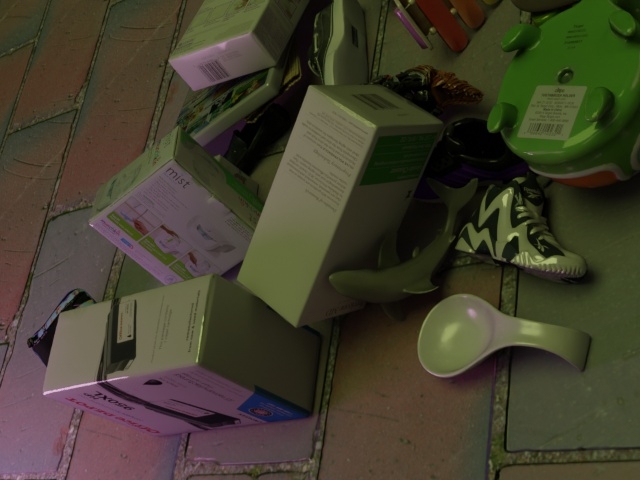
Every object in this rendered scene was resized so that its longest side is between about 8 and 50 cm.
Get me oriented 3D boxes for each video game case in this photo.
[{"bbox_3d":[-0.188,-0.324,2.185,0.329,0.036,0.300,-30,31,32],"label":"video game case"}]

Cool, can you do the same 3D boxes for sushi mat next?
[{"bbox_3d":[-0.102,-0.362,2.165,0.151,0.019,0.316,-40,27,19],"label":"sushi mat"}]

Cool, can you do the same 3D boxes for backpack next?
[{"bbox_3d":[-0.516,0.198,2.188,0.158,0.117,0.173,32,89,48],"label":"backpack"}]

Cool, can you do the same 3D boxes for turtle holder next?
[{"bbox_3d":[0.397,-0.226,1.532,0.243,0.227,0.320,-23,50,32],"label":"turtle holder"}]

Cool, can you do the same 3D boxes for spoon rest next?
[{"bbox_3d":[0.257,0.144,1.537,0.276,0.084,0.137,-1,64,41],"label":"spoon rest"}]

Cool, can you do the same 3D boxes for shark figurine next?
[{"bbox_3d":[0.168,0.035,1.650,0.278,0.166,0.116,-41,26,-11],"label":"shark figurine"}]

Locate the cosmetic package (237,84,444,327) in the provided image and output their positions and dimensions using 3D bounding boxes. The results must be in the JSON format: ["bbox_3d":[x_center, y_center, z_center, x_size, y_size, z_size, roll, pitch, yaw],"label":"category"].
[{"bbox_3d":[0.028,-0.060,1.675,0.155,0.197,0.365,35,119,30],"label":"cosmetic package"}]

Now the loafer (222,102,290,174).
[{"bbox_3d":[-0.158,-0.199,2.136,0.223,0.078,0.076,-46,43,11],"label":"loafer"}]

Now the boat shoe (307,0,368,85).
[{"bbox_3d":[0.024,-0.366,2.053,0.102,0.108,0.301,-24,47,31],"label":"boat shoe"}]

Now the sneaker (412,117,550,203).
[{"bbox_3d":[0.229,-0.144,1.695,0.293,0.146,0.102,-8,60,39],"label":"sneaker"}]

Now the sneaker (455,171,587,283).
[{"bbox_3d":[0.322,-0.028,1.575,0.235,0.094,0.153,15,85,57],"label":"sneaker"}]

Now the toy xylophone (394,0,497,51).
[{"bbox_3d":[0.244,-0.508,1.854,0.323,0.236,0.081,-50,30,4],"label":"toy xylophone"}]

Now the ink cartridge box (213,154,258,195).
[{"bbox_3d":[-0.198,-0.111,2.087,0.088,0.122,0.052,-17,51,35],"label":"ink cartridge box"}]

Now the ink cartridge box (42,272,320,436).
[{"bbox_3d":[-0.243,0.215,1.802,0.395,0.285,0.166,-15,56,37],"label":"ink cartridge box"}]

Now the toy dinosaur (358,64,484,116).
[{"bbox_3d":[0.152,-0.252,1.824,0.218,0.164,0.322,-42,5,-27],"label":"toy dinosaur"}]

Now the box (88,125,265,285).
[{"bbox_3d":[-0.268,-0.048,1.991,0.231,0.262,0.127,-36,31,22],"label":"box"}]

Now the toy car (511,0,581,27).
[{"bbox_3d":[0.401,-0.485,1.761,0.149,0.155,0.188,-14,44,37],"label":"toy car"}]

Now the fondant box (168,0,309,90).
[{"bbox_3d":[-0.147,-0.478,2.154,0.238,0.096,0.330,-9,45,38],"label":"fondant box"}]
